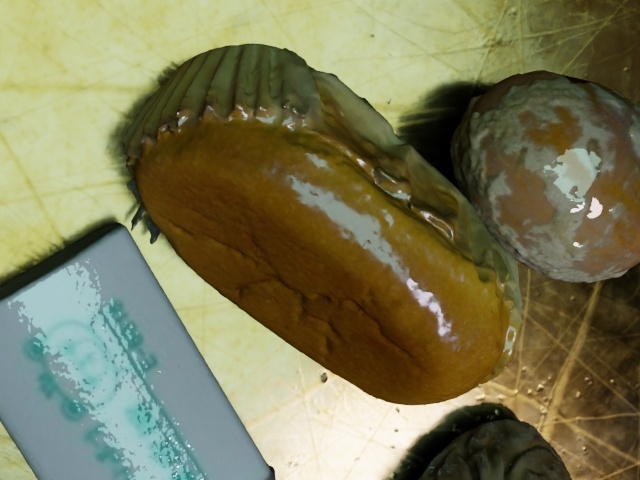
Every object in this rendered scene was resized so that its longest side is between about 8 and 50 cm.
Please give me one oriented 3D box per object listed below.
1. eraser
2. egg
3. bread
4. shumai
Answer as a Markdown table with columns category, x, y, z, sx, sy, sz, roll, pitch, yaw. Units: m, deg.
| category | x | y | z | sx | sy | sz | roll | pitch | yaw |
| --- | --- | --- | --- | --- | --- | --- | --- | --- | --- |
| eraser | -0.191 | 0.152 | 1.108 | 0.189 | 0.104 | 0.290 | -31 | 101 | -5 |
| egg | 0.234 | -0.061 | 1.146 | 0.233 | 0.195 | 0.194 | 30 | 88 | -11 |
| bread | 0.005 | -0.008 | 1.057 | 0.389 | 0.236 | 0.183 | 32 | 45 | -9 |
| shumai | 0.184 | 0.286 | 1.176 | 0.166 | 0.175 | 0.206 | 41 | 82 | -14 |
